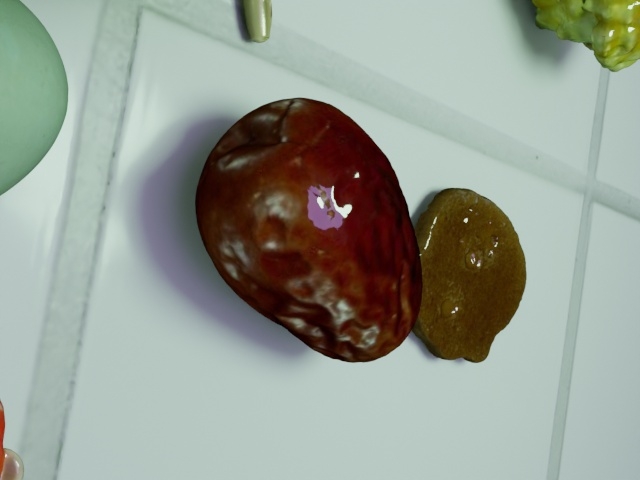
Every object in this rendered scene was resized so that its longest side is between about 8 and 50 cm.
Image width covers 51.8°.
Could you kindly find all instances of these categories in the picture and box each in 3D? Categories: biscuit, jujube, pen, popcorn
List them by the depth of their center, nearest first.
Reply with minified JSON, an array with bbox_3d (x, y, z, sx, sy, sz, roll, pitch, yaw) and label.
[{"bbox_3d":[0.000,0.000,0.736,0.223,0.223,0.318,-53,131,-25],"label":"jujube"},{"bbox_3d":[-0.078,-0.344,0.748,0.040,0.032,0.234,-19,106,-63],"label":"pen"},{"bbox_3d":[0.222,0.056,1.024,0.273,0.049,0.257,45,68,-32],"label":"biscuit"},{"bbox_3d":[0.457,-0.441,1.040,0.335,0.274,0.279,52,30,-30],"label":"popcorn"}]

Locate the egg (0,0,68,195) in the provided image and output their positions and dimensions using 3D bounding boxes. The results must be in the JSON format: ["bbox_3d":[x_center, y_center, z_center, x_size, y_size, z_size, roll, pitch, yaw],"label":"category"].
[{"bbox_3d":[-0.315,-0.104,0.443,0.282,0.203,0.203,-16,104,-42],"label":"egg"}]

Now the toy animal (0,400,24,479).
[{"bbox_3d":[-0.331,0.172,0.483,0.197,0.171,0.171,-33,114,-32],"label":"toy animal"}]
